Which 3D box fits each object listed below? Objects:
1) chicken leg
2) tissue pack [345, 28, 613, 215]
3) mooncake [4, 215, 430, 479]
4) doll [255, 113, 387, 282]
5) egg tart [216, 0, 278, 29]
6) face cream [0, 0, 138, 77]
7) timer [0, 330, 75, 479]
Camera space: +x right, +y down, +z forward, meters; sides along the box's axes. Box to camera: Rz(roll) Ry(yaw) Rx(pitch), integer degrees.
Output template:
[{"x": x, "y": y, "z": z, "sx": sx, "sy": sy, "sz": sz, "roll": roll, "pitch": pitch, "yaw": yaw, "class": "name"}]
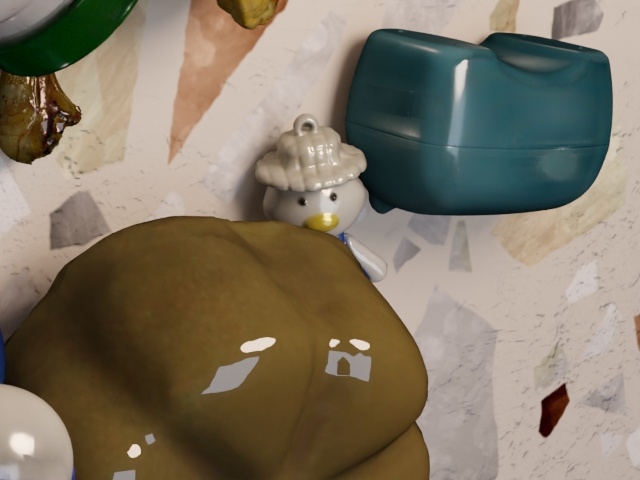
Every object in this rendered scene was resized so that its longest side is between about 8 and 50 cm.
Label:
[{"x": -0.265, "y": -0.160, "z": 1.848, "sx": 0.093, "sy": 0.070, "sz": 0.178, "roll": -3, "pitch": 99, "yaw": -39, "class": "chicken leg"}, {"x": 0.174, "y": -0.121, "z": 2.125, "sx": 0.287, "sy": 0.198, "sz": 0.206, "roll": -5, "pitch": 106, "yaw": -41, "class": "tissue pack"}, {"x": -0.103, "y": 0.206, "z": 1.928, "sx": 0.467, "sy": 0.262, "sz": 0.467, "roll": -19, "pitch": 130, "yaw": -24, "class": "mooncake"}, {"x": 0.000, "y": 0.000, "z": 2.086, "sx": 0.138, "sy": 0.119, "sz": 0.293, "roll": -5, "pitch": 117, "yaw": 3, "class": "doll"}, {"x": -0.099, "y": -0.340, "z": 1.816, "sx": 0.115, "sy": 0.290, "sz": 0.290, "roll": -5, "pitch": 115, "yaw": 0, "class": "egg tart"}, {"x": -0.323, "y": -0.312, "z": 1.631, "sx": 0.357, "sy": 0.219, "sz": 0.312, "roll": 38, "pitch": 82, "yaw": -45, "class": "face cream"}, {"x": -0.348, "y": 0.151, "z": 1.680, "sx": 0.270, "sy": 0.383, "sz": 0.270, "roll": -15, "pitch": 116, "yaw": -34, "class": "timer"}]
